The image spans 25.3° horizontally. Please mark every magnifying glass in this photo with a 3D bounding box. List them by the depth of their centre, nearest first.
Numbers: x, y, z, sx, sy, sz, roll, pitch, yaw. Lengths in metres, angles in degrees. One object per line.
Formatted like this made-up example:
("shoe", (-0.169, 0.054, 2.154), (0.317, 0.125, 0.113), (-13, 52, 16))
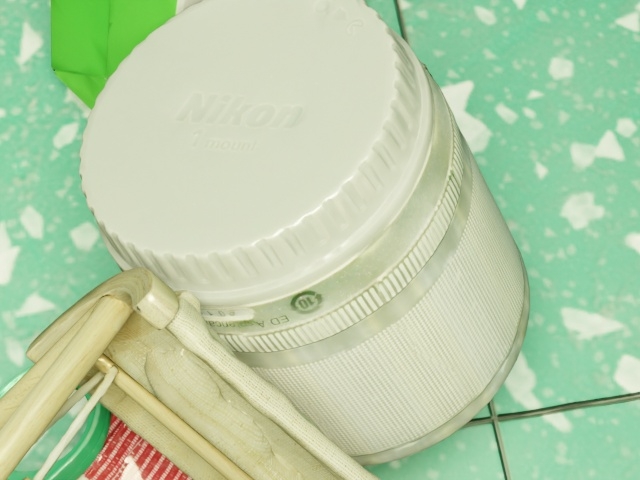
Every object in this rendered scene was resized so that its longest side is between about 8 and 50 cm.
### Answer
("magnifying glass", (-0.212, 0.177, 0.937), (0.092, 0.026, 0.231), (7, 56, 25))

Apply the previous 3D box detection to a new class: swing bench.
("swing bench", (-0.093, 0.184, 0.800), (0.253, 0.165, 0.254), (44, 81, -16))

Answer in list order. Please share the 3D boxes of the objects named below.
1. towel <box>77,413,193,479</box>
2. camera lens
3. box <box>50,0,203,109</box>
("towel", (-0.114, 0.260, 0.940), (0.237, 0.037, 0.329), (39, 71, 9))
("camera lens", (0.000, 0.000, 0.900), (0.219, 0.274, 0.219), (-12, 53, 17))
("box", (-0.065, -0.213, 0.988), (0.127, 0.262, 0.231), (44, 64, 12))
